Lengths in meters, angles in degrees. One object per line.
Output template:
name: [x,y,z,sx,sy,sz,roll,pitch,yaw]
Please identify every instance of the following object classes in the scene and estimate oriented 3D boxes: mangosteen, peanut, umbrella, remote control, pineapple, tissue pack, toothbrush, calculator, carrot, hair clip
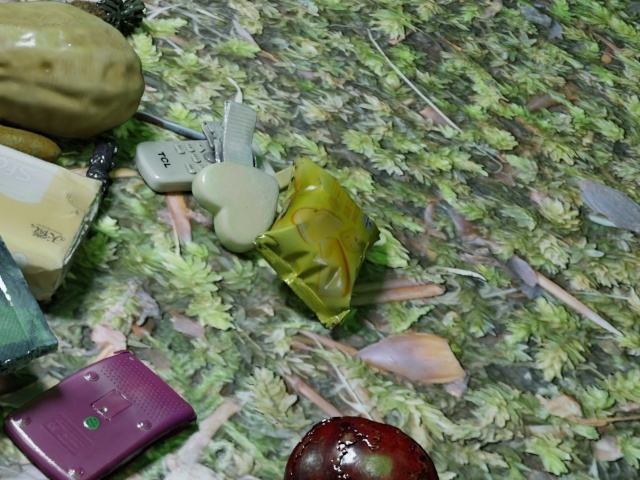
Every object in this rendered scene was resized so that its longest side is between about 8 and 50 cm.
mangosteen: [0.035,0.276,1.476,0.166,0.166,0.180,26,62,5]
peanut: [-0.420,-0.244,1.867,0.387,0.169,0.192,12,32,-13]
umbrella: [-0.287,-0.082,1.841,0.040,0.037,0.144,34,34,-22]
remote control: [-0.159,-0.104,1.943,0.190,0.029,0.087,-4,43,-31]
pineapple: [-0.322,-0.327,2.109,0.074,0.074,0.159,38,34,19]
tissue pack: [-0.385,-0.035,1.686,0.222,0.090,0.186,20,39,-3]
toothbrush: [-0.248,-0.173,1.996,0.193,0.013,0.019,18,43,-6]
calculator: [-0.235,0.190,1.533,0.127,0.034,0.190,39,40,19]
carrot: [-0.447,-0.135,1.805,0.298,0.078,0.078,12,38,-21]
hair clip: [-0.100,-0.081,1.888,0.159,0.071,0.218,11,56,-26]

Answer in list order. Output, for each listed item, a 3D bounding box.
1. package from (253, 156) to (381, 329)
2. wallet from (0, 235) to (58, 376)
package: [0.000,0.000,1.829,0.168,0.090,0.226,45,38,-17]
wallet: [-0.474,0.085,1.469,0.342,0.075,0.237,-19,59,-31]
